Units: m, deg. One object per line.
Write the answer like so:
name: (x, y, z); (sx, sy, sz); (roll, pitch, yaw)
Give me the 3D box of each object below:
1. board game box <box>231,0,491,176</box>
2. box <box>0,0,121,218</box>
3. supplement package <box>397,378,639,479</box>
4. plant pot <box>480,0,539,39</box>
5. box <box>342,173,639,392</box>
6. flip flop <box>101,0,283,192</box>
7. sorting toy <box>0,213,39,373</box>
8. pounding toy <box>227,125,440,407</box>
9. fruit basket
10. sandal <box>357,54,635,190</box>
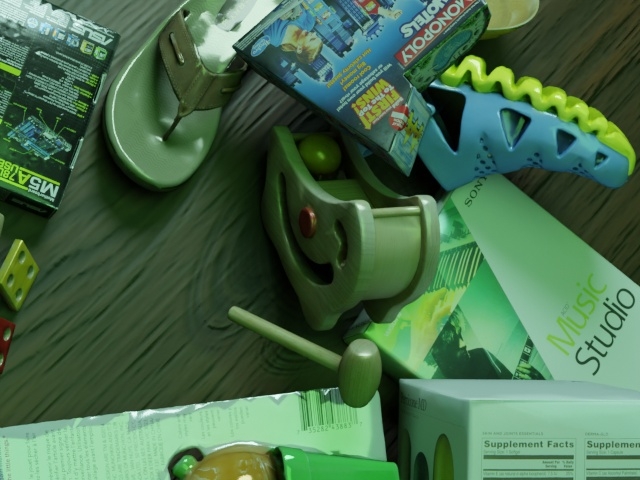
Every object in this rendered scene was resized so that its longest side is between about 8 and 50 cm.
board game box: (0.053, -0.163, 1.261); (0.194, 0.060, 0.194); (-40, 62, 5)
box: (-0.295, -0.138, 1.271); (0.190, 0.045, 0.184); (22, 72, -18)
supplement package: (0.184, 0.260, 1.251); (0.198, 0.199, 0.263); (2, 89, -14)
plant pot: (0.102, -0.265, 1.417); (0.236, 0.032, 0.236); (15, 36, -12)
box: (0.209, 0.100, 1.417); (0.322, 0.058, 0.232); (37, 66, -9)
flip flop: (-0.108, -0.169, 1.336); (0.112, 0.080, 0.277); (38, 66, -10)
sorting toy: (-0.314, 0.027, 1.141); (0.046, 0.274, 0.132); (10, 81, 18)
pounding toy: (0.000, 0.000, 1.256); (0.154, 0.154, 0.270); (-5, 47, -25)
fruit basket: (-0.099, 0.303, 1.211); (0.352, 0.165, 0.327); (-7, 79, -8)
sandal: (0.145, -0.109, 1.375); (0.317, 0.126, 0.138); (21, 97, 13)
